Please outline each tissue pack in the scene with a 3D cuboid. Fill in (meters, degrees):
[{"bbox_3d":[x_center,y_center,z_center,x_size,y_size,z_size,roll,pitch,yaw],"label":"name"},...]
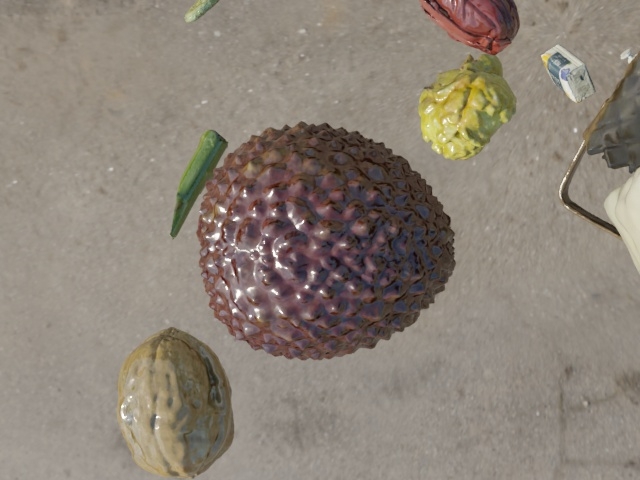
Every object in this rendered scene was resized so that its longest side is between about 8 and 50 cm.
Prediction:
[{"bbox_3d":[0.378,-0.254,1.240,0.042,0.083,0.062,-34,127,10],"label":"tissue pack"}]

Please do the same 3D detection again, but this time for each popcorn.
[{"bbox_3d":[0.330,-0.316,1.871,0.192,0.233,0.266,26,75,-21],"label":"popcorn"}]

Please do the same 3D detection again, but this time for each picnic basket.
[{"bbox_3d":[0.543,-0.138,1.267,0.254,0.291,0.321,33,122,23],"label":"picnic basket"}]

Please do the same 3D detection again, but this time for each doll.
[{"bbox_3d":[0.682,-0.372,1.736,0.085,0.058,0.040,28,131,-26],"label":"doll"}]

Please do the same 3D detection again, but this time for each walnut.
[{"bbox_3d":[-0.232,0.261,1.303,0.198,0.198,0.245,-8,83,18],"label":"walnut"}]

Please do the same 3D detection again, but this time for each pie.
[{"bbox_3d":[-0.204,-0.410,1.424,0.084,0.084,0.021,-29,117,21],"label":"pie"}]

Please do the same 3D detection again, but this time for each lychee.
[{"bbox_3d":[0.000,0.000,0.906,0.304,0.275,0.276,5,105,24],"label":"lychee"}]

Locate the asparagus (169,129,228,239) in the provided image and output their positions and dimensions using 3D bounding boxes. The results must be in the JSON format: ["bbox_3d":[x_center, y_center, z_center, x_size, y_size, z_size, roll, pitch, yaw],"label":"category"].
[{"bbox_3d":[-0.200,-0.087,1.264,0.041,0.045,0.178,18,77,40],"label":"asparagus"}]

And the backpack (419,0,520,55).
[{"bbox_3d":[0.313,-0.475,1.686,0.229,0.229,0.139,40,83,4],"label":"backpack"}]

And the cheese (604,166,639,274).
[{"bbox_3d":[0.332,-0.022,0.401,0.332,0.292,0.153,-32,71,40],"label":"cheese"}]
